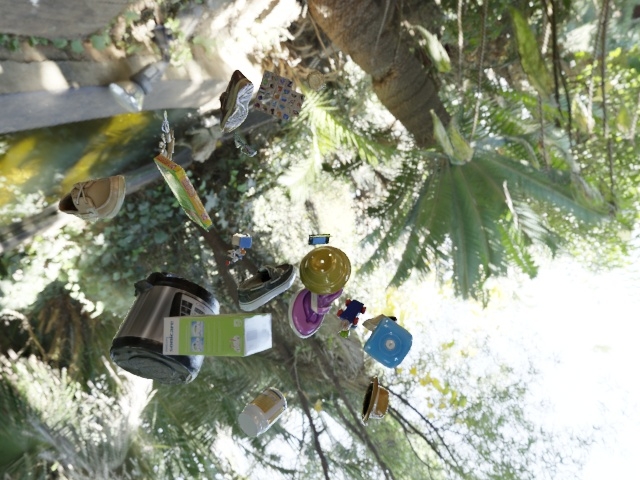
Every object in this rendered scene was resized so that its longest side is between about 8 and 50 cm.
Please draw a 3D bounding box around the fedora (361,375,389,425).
[{"bbox_3d":[0.220,0.634,1.577,0.079,0.194,0.194,16,-163,0],"label":"fedora"}]

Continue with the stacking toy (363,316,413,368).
[{"bbox_3d":[0.276,0.430,1.761,0.175,0.165,0.302,-55,179,-5],"label":"stacking toy"}]

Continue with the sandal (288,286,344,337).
[{"bbox_3d":[-0.003,0.241,1.703,0.102,0.169,0.416,-37,-174,36],"label":"sandal"}]

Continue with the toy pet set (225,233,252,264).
[{"bbox_3d":[-0.285,0.032,1.476,0.065,0.114,0.122,13,-166,11],"label":"toy pet set"}]

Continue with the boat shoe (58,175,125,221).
[{"bbox_3d":[-0.727,-0.129,1.272,0.341,0.122,0.110,-15,162,40],"label":"boat shoe"}]

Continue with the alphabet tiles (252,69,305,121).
[{"bbox_3d":[-0.206,-0.734,2.065,0.009,0.237,0.198,-112,-137,-71],"label":"alphabet tiles"}]

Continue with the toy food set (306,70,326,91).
[{"bbox_3d":[-0.018,-0.694,1.751,0.083,0.083,0.020,-14,-163,26],"label":"toy food set"}]

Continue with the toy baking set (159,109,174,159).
[{"bbox_3d":[-0.801,-0.537,2.107,0.030,0.256,0.197,5,177,-8],"label":"toy baking set"}]

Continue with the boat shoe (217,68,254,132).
[{"bbox_3d":[-0.419,-0.659,1.909,0.123,0.123,0.342,-30,169,-35],"label":"boat shoe"}]

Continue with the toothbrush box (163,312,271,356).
[{"bbox_3d":[-0.327,0.301,1.304,0.283,0.122,0.206,-5,171,17],"label":"toothbrush box"}]

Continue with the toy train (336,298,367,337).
[{"bbox_3d":[0.116,0.389,1.834,0.105,0.143,0.248,23,-144,19],"label":"toy train"}]

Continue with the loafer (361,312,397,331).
[{"bbox_3d":[0.334,0.454,2.234,0.268,0.092,0.102,10,-168,-43],"label":"loafer"}]

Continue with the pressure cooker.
[{"bbox_3d":[-0.640,0.351,1.717,0.370,0.375,0.420,105,-2,-48],"label":"pressure cooker"}]

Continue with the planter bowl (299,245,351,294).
[{"bbox_3d":[0.012,0.099,1.592,0.217,0.217,0.090,-30,152,-5],"label":"planter bowl"}]

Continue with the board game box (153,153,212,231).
[{"bbox_3d":[-0.422,-0.141,1.260,0.124,0.259,0.039,32,-120,31],"label":"board game box"}]

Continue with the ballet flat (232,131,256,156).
[{"bbox_3d":[-0.297,-0.360,1.523,0.041,0.114,0.041,-47,-169,12],"label":"ballet flat"}]

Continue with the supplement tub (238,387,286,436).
[{"bbox_3d":[-0.269,0.798,1.872,0.144,0.144,0.199,-20,-176,38],"label":"supplement tub"}]

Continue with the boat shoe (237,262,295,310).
[{"bbox_3d":[-0.217,0.165,1.701,0.121,0.119,0.335,9,-150,30],"label":"boat shoe"}]

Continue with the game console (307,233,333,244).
[{"bbox_3d":[0.000,0.000,2.163,0.122,0.107,0.071,-2,-139,-13],"label":"game console"}]
